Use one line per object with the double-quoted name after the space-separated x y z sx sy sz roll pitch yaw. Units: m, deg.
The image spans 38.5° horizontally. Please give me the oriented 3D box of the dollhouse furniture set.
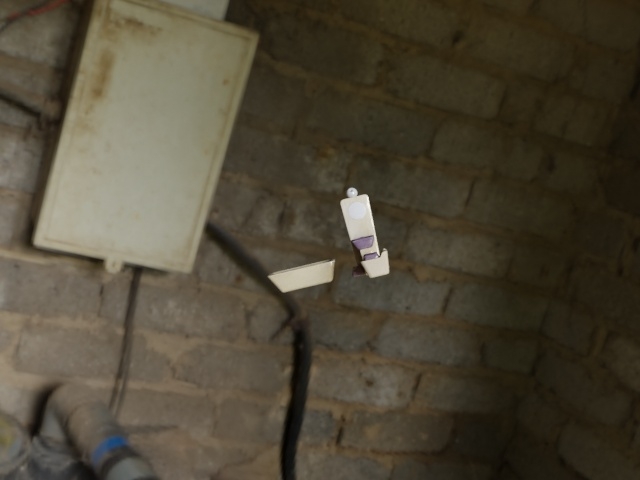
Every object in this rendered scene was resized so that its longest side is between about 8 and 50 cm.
0.000 0.000 0.844 0.114 0.081 0.091 -13 3 3 "dollhouse furniture set"
